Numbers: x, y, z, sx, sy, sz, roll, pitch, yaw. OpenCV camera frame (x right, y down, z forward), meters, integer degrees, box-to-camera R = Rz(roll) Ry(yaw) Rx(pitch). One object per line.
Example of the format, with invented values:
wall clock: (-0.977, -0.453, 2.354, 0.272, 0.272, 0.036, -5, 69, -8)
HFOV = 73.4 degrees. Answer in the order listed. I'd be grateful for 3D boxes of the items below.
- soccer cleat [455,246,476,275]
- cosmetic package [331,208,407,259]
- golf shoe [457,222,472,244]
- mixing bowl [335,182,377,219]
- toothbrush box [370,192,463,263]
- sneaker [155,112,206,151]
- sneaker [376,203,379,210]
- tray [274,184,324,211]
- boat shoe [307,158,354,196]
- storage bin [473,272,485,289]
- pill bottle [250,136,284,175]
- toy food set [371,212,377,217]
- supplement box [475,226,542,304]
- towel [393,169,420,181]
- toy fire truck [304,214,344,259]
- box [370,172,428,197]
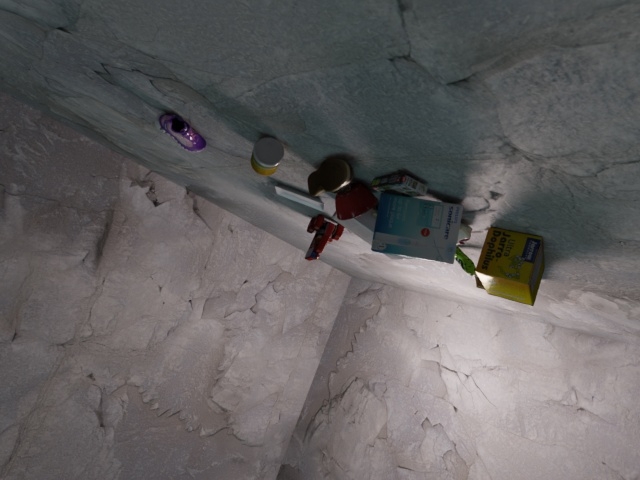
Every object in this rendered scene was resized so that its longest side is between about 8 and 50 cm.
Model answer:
soccer cleat: (0.684, 0.093, 2.073, 0.178, 0.060, 0.072, 52, -179, -1)
cosmetic package: (0.247, -0.050, 1.987, 0.377, 0.097, 0.284, 34, 171, -5)
golf shoe: (0.547, -0.008, 1.805, 0.140, 0.115, 0.306, 16, 170, 11)
mixing bowl: (0.128, -0.169, 1.731, 0.182, 0.181, 0.098, 6, 130, 56)
toothbrush box: (0.348, -0.040, 1.574, 0.296, 0.216, 0.126, 11, 179, 8)
sneaker: (-0.576, -0.456, 1.822, 0.105, 0.095, 0.236, 1, 158, 42)
sneaker: (0.327, -0.113, 1.863, 0.170, 0.051, 0.089, 14, 163, 21)
tray: (-0.101, -0.224, 2.214, 0.271, 0.030, 0.145, 21, 170, 3)
boat shoe: (0.060, -0.238, 1.653, 0.123, 0.123, 0.342, -7, 176, -22)
storage bin: (0.883, 0.179, 2.047, 0.261, 0.123, 0.262, 17, 168, 26)
pill bottle: (-0.214, -0.322, 1.696, 0.118, 0.117, 0.208, 23, 170, -9)
toy food set: (0.315, -0.132, 1.764, 0.133, 0.038, 0.192, 30, 143, -22)
supplement box: (0.771, 0.112, 1.729, 0.196, 0.194, 0.357, 15, 167, 32)
towel: (0.297, -0.219, 1.493, 0.084, 0.009, 0.060, 22, 169, -5)
toy fire truck: (0.000, 0.000, 2.532, 0.170, 0.253, 0.302, 24, 170, -12)
box: (0.279, -0.192, 1.549, 0.114, 0.036, 0.207, 24, 173, -21)
